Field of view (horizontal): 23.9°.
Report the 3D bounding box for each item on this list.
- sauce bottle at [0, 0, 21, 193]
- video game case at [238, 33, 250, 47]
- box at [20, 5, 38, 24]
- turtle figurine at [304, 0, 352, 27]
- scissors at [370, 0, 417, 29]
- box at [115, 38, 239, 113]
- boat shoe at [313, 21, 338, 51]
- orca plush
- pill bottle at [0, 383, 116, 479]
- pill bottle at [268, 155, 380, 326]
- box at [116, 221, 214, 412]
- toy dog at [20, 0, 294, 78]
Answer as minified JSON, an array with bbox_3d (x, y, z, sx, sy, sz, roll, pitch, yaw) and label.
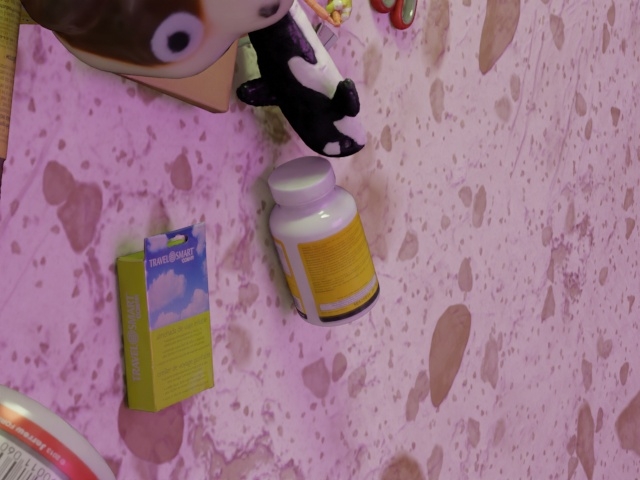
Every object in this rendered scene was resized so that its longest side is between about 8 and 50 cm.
[{"bbox_3d":[-0.306,-0.083,1.217,0.111,0.111,0.344,11,83,-58],"label":"sauce bottle"},{"bbox_3d":[-0.144,-0.325,1.540,0.204,0.025,0.285,-29,117,-54],"label":"video game case"},{"bbox_3d":[-0.231,-0.310,1.341,0.058,0.087,0.232,27,69,-57],"label":"box"},{"bbox_3d":[0.002,-0.363,1.685,0.269,0.087,0.217,64,19,4],"label":"turtle figurine"},{"bbox_3d":[0.101,-0.422,1.938,0.109,0.021,0.297,6,87,-56],"label":"scissors"},{"bbox_3d":[-0.143,-0.226,1.506,0.201,0.021,0.164,17,79,-59],"label":"box"},{"bbox_3d":[-0.016,-0.221,1.757,0.035,0.035,0.100,50,51,-14],"label":"boat shoe"},{"bbox_3d":[-0.040,-0.178,1.618,0.102,0.151,0.287,-36,148,-8],"label":"orca plush"},{"bbox_3d":[-0.321,0.296,1.142,0.363,0.210,0.210,-58,139,-36],"label":"pill bottle"},{"bbox_3d":[0.000,0.000,1.734,0.103,0.103,0.184,-51,135,-43],"label":"pill bottle"},{"bbox_3d":[-0.156,0.075,1.544,0.109,0.042,0.178,-19,109,-57],"label":"box"},{"bbox_3d":[-0.124,-0.330,1.174,0.284,0.395,0.408,32,58,-76],"label":"toy dog"}]
